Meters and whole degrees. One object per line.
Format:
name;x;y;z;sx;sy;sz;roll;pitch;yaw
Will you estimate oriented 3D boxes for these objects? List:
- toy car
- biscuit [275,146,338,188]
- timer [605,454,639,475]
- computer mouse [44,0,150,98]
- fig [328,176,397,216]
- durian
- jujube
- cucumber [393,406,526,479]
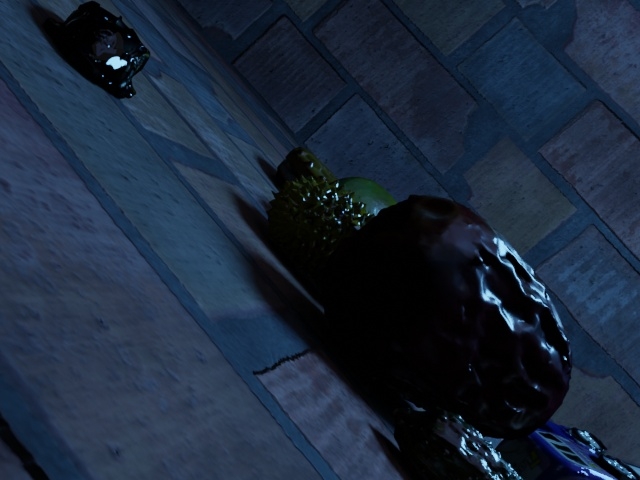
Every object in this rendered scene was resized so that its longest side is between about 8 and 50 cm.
toy car;0.316;0.341;1.163;0.158;0.172;0.235;31;7;-15
biscuit;0.027;-0.075;1.908;0.332;0.103;0.332;47;6;-6
timer;0.485;0.408;1.399;0.237;0.087;0.262;15;-10;19
computer mouse;-0.287;-0.267;1.129;0.146;0.077;0.241;48;6;-19
fig;0.056;-0.026;1.487;0.181;0.181;0.191;52;15;32
durian;0.030;-0.008;1.271;0.250;0.183;0.138;43;-25;0
jujube;0.169;0.103;1.112;0.377;0.258;0.258;42;9;-26
cucumber;0.214;0.314;0.916;0.359;0.096;0.096;49;7;3
